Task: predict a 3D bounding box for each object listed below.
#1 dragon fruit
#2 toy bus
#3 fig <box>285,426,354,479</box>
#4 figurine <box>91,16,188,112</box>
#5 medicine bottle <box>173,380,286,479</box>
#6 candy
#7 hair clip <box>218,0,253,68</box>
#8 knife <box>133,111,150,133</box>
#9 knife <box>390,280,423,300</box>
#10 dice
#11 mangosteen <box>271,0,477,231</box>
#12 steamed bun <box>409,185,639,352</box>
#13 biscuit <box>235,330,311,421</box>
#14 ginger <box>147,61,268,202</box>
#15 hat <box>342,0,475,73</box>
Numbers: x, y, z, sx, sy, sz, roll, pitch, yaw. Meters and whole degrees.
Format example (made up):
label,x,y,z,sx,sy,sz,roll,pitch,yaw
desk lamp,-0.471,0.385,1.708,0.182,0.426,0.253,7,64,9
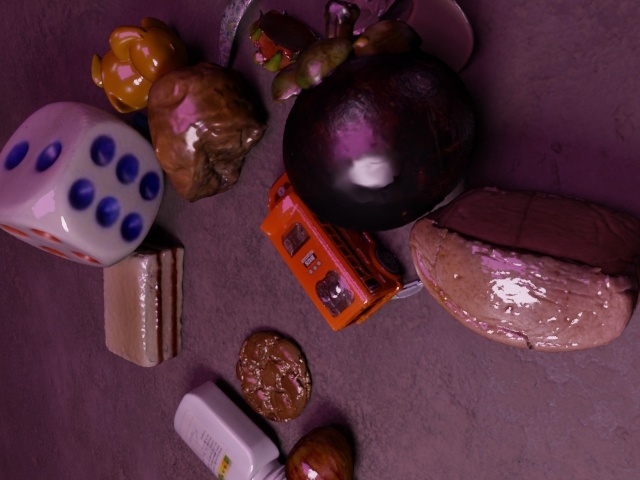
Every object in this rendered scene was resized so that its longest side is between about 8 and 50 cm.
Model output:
label,x,y,z,sx,sy,sz,roll,pitch,yaw
dragon fruit,-0.071,-0.375,1.054,0.175,0.138,0.142,-26,42,65
toy bus,0.000,0.000,1.046,0.143,0.153,0.329,-45,71,33
fig,0.004,0.483,1.148,0.149,0.148,0.202,14,126,55
figurine,-0.394,-0.387,1.232,0.228,0.215,0.215,-41,75,23
medicine bottle,-0.207,0.501,1.319,0.324,0.124,0.179,37,124,27
candy,-0.460,0.155,1.426,0.179,0.135,0.321,17,109,34
hair clip,-0.176,-0.463,1.150,0.066,0.036,0.229,45,122,28
knife,-0.369,-0.250,1.344,0.296,0.026,0.044,34,115,29
knife,0.131,0.108,1.054,0.184,0.026,0.022,-27,44,39
dice,-0.573,-0.127,1.303,0.304,0.277,0.305,8,67,32
mangosteen,0.075,-0.167,0.854,0.329,0.330,0.331,8,104,35
steamed bun,0.292,0.052,0.799,0.301,0.251,0.199,17,123,30
biscuit,-0.113,0.314,1.262,0.225,0.042,0.226,9,106,35
ginger,-0.258,-0.241,1.153,0.223,0.200,0.269,52,124,14
hat,0.140,-0.380,0.918,0.244,0.149,0.214,32,145,-15
